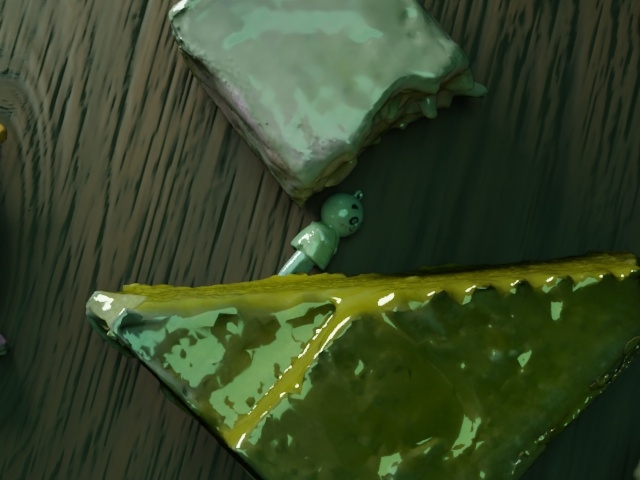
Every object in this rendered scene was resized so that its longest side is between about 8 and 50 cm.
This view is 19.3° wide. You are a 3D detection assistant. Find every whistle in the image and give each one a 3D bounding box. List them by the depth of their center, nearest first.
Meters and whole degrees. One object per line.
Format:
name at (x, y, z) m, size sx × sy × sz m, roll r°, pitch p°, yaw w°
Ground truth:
whistle at (0.000, 0.000, 1.462) m, size 0.035 × 0.035 × 0.100 m, roll 40°, pitch 83°, yaw 5°

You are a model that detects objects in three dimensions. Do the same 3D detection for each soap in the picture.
soap at (0.052, 0.042, 1.383) m, size 0.338 × 0.169 × 0.304 m, roll -45°, pitch 99°, yaw -9°

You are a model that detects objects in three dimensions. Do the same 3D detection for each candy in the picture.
candy at (0.001, -0.146, 1.437) m, size 0.185 × 0.137 × 0.195 m, roll -36°, pitch 81°, yaw -8°

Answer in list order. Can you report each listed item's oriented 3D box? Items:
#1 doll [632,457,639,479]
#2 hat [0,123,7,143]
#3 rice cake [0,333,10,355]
doll at (0.461, 0.188, 1.348) m, size 0.382 × 0.252 × 0.378 m, roll 44°, pitch 82°, yaw -1°
hat at (-0.338, -0.127, 1.397) m, size 0.233 × 0.244 × 0.233 m, roll 26°, pitch 88°, yaw -12°
rice cake at (-0.315, 0.017, 1.438) m, size 0.036 × 0.047 × 0.207 m, roll -42°, pitch 86°, yaw -12°
